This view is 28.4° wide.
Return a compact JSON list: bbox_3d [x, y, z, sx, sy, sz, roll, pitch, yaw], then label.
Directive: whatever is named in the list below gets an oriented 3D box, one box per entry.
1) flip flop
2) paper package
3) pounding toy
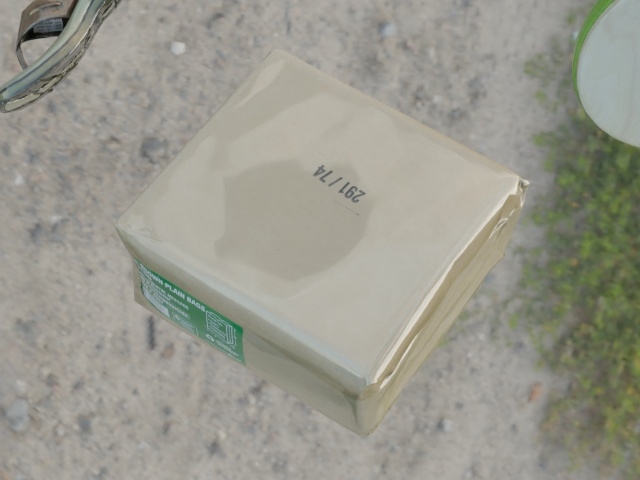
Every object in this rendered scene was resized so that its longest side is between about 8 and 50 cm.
[{"bbox_3d":[-0.302,-0.264,1.484,0.080,0.112,0.277,35,80,-6],"label":"flip flop"},{"bbox_3d":[0.000,0.000,1.354,0.309,0.325,0.168,-51,161,-27],"label":"paper package"},{"bbox_3d":[0.288,-0.178,0.909,0.183,0.237,0.110,34,37,-35],"label":"pounding toy"}]
